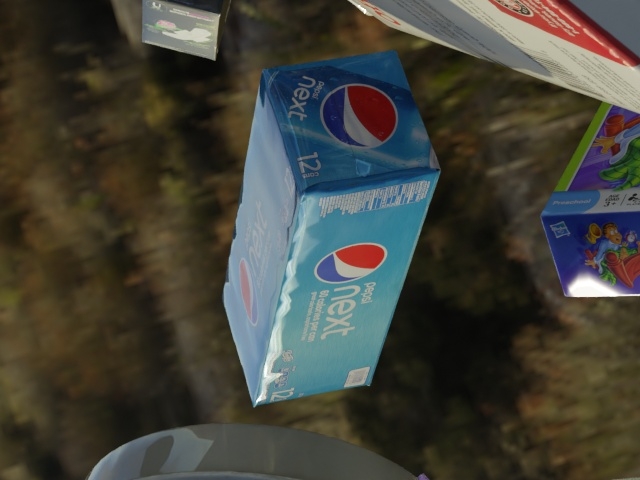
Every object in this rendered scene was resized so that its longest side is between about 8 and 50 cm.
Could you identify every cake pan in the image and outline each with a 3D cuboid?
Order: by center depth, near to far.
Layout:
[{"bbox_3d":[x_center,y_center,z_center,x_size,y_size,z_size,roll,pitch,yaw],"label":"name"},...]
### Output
[{"bbox_3d":[-0.039,0.212,1.243,0.293,0.293,0.054,96,-179,-52],"label":"cake pan"}]

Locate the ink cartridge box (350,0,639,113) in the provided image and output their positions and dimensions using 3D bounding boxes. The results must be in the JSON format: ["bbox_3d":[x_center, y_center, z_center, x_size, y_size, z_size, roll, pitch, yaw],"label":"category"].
[{"bbox_3d":[0.087,-0.172,0.979,0.197,0.114,0.273,30,177,-43],"label":"ink cartridge box"}]

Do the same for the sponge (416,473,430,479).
[{"bbox_3d":[0.079,0.274,1.483,0.031,0.117,0.210,63,172,-28],"label":"sponge"}]

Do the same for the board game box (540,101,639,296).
[{"bbox_3d":[0.363,-0.061,1.358,0.347,0.233,0.078,-3,124,30],"label":"board game box"}]

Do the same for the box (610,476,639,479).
[{"bbox_3d":[0.412,0.310,1.722,0.243,0.117,0.213,-12,141,43],"label":"box"}]

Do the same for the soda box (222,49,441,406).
[{"bbox_3d":[0.000,0.000,0.909,0.210,0.067,0.071,105,151,-57],"label":"soda box"}]

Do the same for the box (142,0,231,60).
[{"bbox_3d":[-0.082,-0.161,1.184,0.083,0.052,0.062,113,171,-75],"label":"box"}]
